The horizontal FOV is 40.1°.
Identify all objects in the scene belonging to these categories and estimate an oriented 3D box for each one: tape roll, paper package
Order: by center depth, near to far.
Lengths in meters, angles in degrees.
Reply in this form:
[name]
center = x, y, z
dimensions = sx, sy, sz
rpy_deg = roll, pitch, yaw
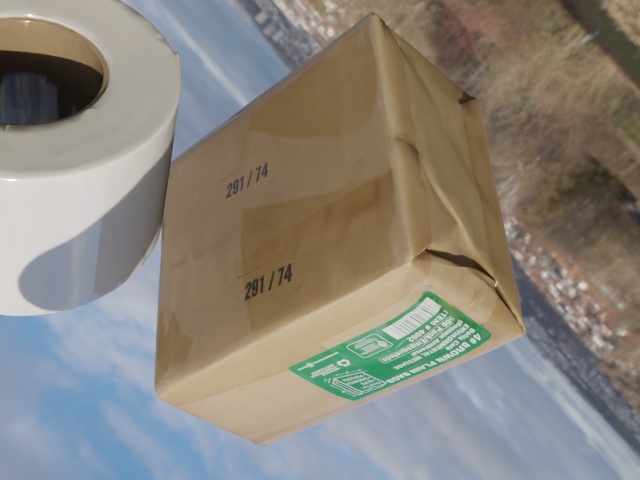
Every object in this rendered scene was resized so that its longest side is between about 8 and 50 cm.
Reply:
[tape roll]
center = -0.247, -0.083, 0.734
dimensions = 0.246, 0.246, 0.169
rpy_deg = 51, 144, 25
[paper package]
center = 0.000, 0.000, 0.855
dimensions = 0.168, 0.324, 0.310
rpy_deg = 30, -137, -39
